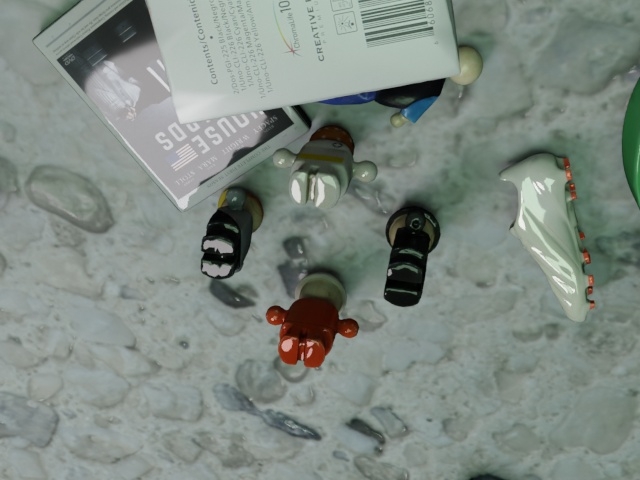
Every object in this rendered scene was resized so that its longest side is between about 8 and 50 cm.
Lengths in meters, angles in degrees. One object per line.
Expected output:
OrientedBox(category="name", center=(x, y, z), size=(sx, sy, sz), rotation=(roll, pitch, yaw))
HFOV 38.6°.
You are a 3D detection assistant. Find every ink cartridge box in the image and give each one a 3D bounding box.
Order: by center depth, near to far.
OrientedBox(category="ink cartridge box", center=(-0.036, -0.218, 0.736), size=(0.272, 0.309, 0.130), rotation=(-8, 118, 11))

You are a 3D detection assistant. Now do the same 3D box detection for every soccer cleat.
OrientedBox(category="soccer cleat", center=(0.244, 0.000, 0.977), size=(0.076, 0.068, 0.196), rotation=(-12, 111, 17))

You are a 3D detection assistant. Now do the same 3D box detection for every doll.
OrientedBox(category="doll", center=(0.065, -0.173, 0.902), size=(0.189, 0.046, 0.129), rotation=(2, 121, 5))

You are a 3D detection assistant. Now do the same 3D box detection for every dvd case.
OrientedBox(category="dvd case", center=(-0.149, -0.162, 0.939), size=(0.179, 0.029, 0.238), rotation=(-31, 112, 21))

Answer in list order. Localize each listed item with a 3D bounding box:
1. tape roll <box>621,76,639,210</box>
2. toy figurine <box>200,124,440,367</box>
OrientedBox(category="tape roll", center=(0.465, -0.098, 0.891), size=(0.322, 0.077, 0.321), rotation=(3, 119, 5))
OrientedBox(category="toy figurine", center=(0.000, 0.000, 0.958), size=(0.213, 0.148, 0.209), rotation=(-37, 104, 25))
